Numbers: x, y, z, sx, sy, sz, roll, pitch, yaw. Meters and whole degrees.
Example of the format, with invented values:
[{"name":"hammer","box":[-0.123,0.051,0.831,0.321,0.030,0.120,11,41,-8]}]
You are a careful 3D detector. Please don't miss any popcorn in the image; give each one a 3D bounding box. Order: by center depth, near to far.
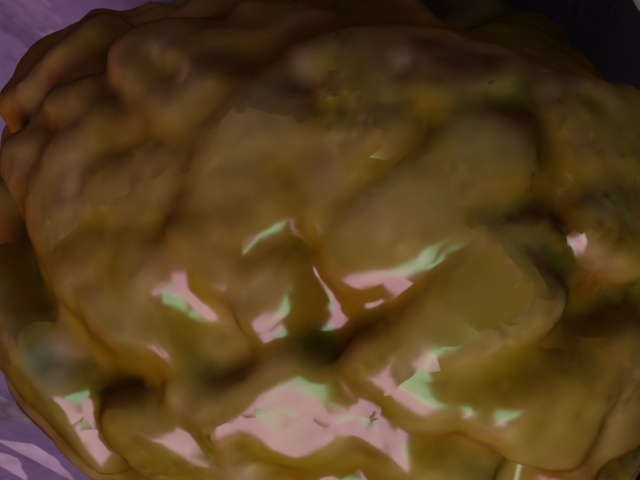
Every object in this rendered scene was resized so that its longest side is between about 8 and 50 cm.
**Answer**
[{"name":"popcorn","box":[0.010,0.014,0.925,0.390,0.354,0.344,52,175,42]}]

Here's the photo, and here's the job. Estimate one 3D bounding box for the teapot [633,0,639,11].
[{"name":"teapot","box":[0.264,-0.117,0.818,0.226,0.092,0.145,18,162,18]}]
